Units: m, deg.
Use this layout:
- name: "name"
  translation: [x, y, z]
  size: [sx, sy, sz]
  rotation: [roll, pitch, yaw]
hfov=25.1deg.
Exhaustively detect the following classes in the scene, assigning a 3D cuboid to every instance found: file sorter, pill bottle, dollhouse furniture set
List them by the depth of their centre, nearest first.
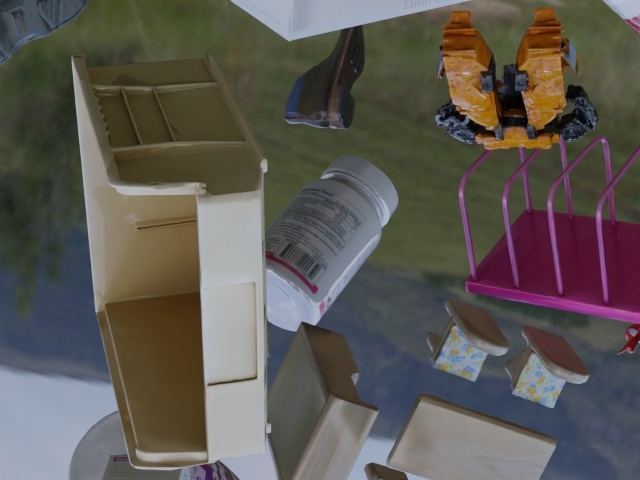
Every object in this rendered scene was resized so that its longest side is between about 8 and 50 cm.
- name: "pill bottle"
  translation: [-0.192, 0.351, 1.909]
  size: [0.169, 0.169, 0.301]
  rotation: [22, 161, 33]
- name: "file sorter"
  translation: [0.362, -0.034, 1.985]
  size: [0.291, 0.182, 0.202]
  rotation: [10, -142, 33]
- name: "dollhouse furniture set"
  translation: [0.140, 0.285, 1.985]
  size: [0.394, 0.362, 0.256]
  rotation: [20, -163, -16]
- name: "pill bottle"
  translation: [0.000, 0.000, 2.367]
  size: [0.160, 0.283, 0.160]
  rotation: [28, 148, 19]

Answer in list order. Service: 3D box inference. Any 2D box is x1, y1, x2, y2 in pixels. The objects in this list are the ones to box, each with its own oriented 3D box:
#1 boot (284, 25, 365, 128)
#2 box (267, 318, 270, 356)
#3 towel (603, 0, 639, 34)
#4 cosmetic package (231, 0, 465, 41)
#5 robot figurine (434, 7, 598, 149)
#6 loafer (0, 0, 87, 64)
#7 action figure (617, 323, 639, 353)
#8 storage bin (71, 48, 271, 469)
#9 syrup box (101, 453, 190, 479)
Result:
- name: "boot"
  translation: [0.008, -0.280, 2.360]
  size: [0.106, 0.219, 0.082]
  rotation: [-1, 149, 22]
- name: "box"
  translation: [-0.178, 0.093, 2.017]
  size: [0.183, 0.056, 0.231]
  rotation: [-3, 147, 7]
- name: "towel"
  translation: [0.382, -0.273, 1.413]
  size: [0.237, 0.037, 0.329]
  rotation: [-14, 157, 33]
- name: "cosmetic package"
  translation: [0.058, -0.449, 2.276]
  size: [0.366, 0.155, 0.197]
  rotation: [-17, -143, -26]
- name: "robot figurine"
  translation: [0.243, -0.194, 1.817]
  size: [0.211, 0.085, 0.291]
  rotation: [1, 162, 12]
- name: "loafer"
  translation: [-0.405, -0.263, 1.728]
  size: [0.084, 0.096, 0.268]
  rotation: [25, -137, 39]
- name: "action figure"
  translation: [0.522, 0.136, 1.947]
  size: [0.280, 0.139, 0.091]
  rotation: [-9, 122, 46]
- name: "storage bin"
  translation: [-0.122, 0.012, 1.193]
  size: [0.123, 0.262, 0.260]
  rotation: [-7, -149, -12]
- name: "syrup box"
  translation: [-0.202, 0.335, 1.575]
  size: [0.096, 0.093, 0.237]
  rotation: [-2, -154, 6]
